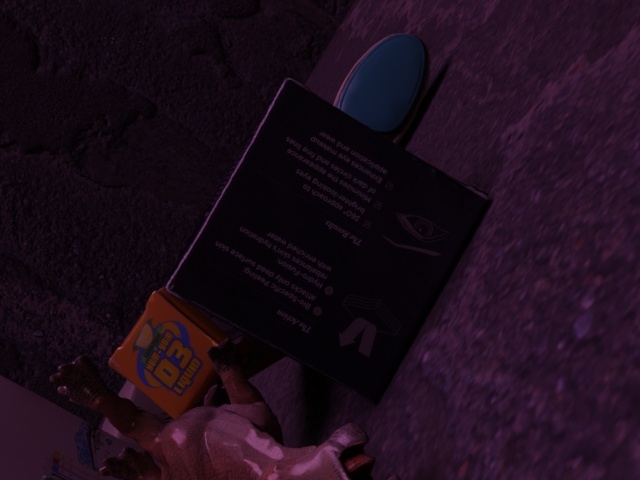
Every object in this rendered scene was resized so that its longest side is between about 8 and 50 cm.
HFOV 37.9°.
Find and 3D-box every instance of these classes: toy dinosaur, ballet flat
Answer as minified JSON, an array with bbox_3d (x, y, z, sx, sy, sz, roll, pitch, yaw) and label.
[{"bbox_3d":[-0.057,0.175,0.568,0.127,0.200,0.296,-22,-30,-20],"label":"toy dinosaur"},{"bbox_3d":[0.043,-0.098,0.960,0.248,0.086,0.086,-63,11,-16],"label":"ballet flat"}]

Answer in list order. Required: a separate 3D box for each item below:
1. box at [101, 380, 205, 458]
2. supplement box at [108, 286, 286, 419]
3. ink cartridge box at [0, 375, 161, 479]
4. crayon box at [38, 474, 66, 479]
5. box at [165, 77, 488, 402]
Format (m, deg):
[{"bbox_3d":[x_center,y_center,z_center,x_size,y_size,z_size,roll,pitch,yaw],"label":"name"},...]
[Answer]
[{"bbox_3d":[-0.184,0.230,1.010,0.094,0.113,0.275,-57,11,10],"label":"box"},{"bbox_3d":[-0.069,0.069,0.767,0.078,0.080,0.233,-55,-15,19],"label":"supplement box"},{"bbox_3d":[-0.231,0.267,0.776,0.171,0.232,0.168,-56,10,20],"label":"ink cartridge box"},{"bbox_3d":[-0.118,0.269,0.372,0.203,0.083,0.323,-69,-6,-45],"label":"crayon box"},{"bbox_3d":[0.000,0.000,0.633,0.158,0.156,0.093,-60,9,-3],"label":"box"}]
